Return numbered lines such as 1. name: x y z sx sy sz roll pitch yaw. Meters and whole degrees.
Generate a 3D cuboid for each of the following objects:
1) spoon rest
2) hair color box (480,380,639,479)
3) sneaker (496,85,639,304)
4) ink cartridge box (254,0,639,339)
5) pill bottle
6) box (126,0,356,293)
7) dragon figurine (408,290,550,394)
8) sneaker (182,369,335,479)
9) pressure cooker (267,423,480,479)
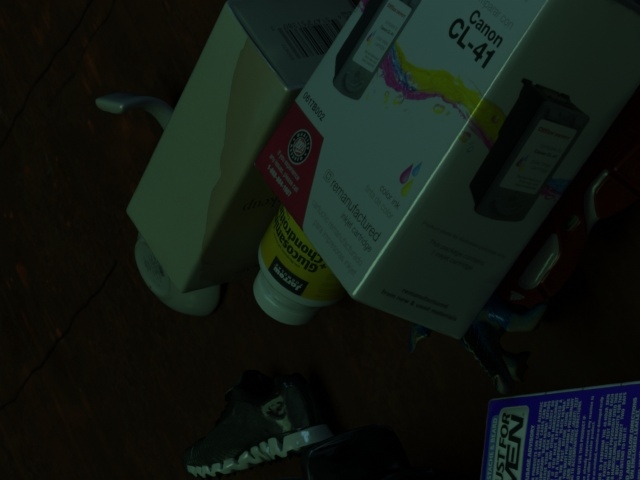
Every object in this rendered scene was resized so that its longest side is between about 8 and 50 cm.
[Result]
1. spoon rest: -0.169 -0.041 2.054 0.137 0.084 0.276 17 128 50
2. hair color box: 0.299 0.174 1.402 0.339 0.185 0.110 -12 64 54
3. sneaker: 0.201 -0.064 1.534 0.221 0.087 0.128 -48 32 13
4. ink cartridge box: 0.106 -0.112 1.493 0.306 0.131 0.226 -58 36 17
5. pill bottle: 0.000 0.000 1.813 0.103 0.103 0.184 55 138 24
6. box: -0.064 -0.098 1.830 0.121 0.148 0.311 55 140 24
7. dragon figurine: 0.122 0.053 1.596 0.144 0.289 0.085 16 124 6
8. sneaker: -0.075 0.195 2.001 0.234 0.078 0.106 -22 81 49
9. pressure cooker: 0.054 0.385 1.598 0.370 0.375 0.420 33 159 -17
